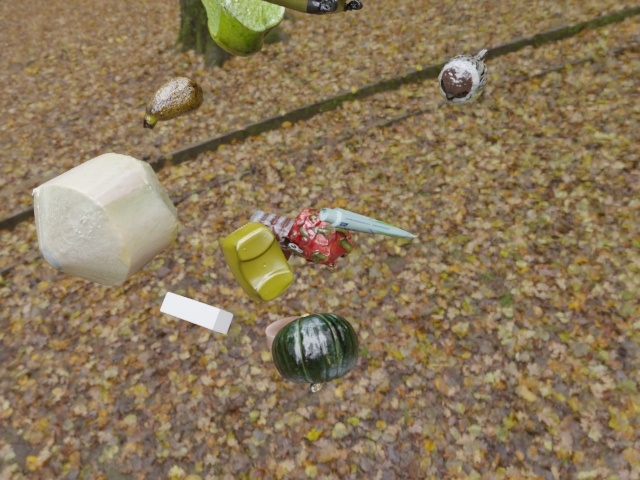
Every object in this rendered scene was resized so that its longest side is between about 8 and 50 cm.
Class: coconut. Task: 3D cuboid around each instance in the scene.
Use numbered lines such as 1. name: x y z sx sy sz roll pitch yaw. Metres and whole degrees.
1. coconut: -0.413 -0.032 0.979 0.240 0.238 0.244 8 34 24

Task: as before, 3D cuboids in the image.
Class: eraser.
1. eraser: -0.455 0.263 1.893 0.299 0.076 0.078 10 75 38

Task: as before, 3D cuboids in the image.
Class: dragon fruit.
1. dragon fruit: 0.000 0.000 1.396 0.172 0.166 0.160 29 49 -4

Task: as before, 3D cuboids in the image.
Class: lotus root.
1. lotus root: -0.404 -0.372 1.403 0.108 0.094 0.191 38 63 22

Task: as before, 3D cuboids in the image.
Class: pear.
1. pear: -0.198 -0.630 1.399 0.239 0.255 0.164 -24 7 -33

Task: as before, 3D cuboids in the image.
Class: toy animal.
1. toy animal: 0.292 -0.337 1.036 0.098 0.098 0.137 36 96 44

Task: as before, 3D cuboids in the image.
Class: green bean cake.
1. green bean cake: -0.161 0.018 1.792 0.199 0.232 0.097 18 41 7

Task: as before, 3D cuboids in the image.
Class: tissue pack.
1. tissue pack: -0.152 0.050 1.220 0.123 0.178 0.127 -34 21 -24

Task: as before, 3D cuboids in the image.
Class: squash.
1. squash: -0.011 0.258 1.235 0.218 0.218 0.172 -28 78 -20

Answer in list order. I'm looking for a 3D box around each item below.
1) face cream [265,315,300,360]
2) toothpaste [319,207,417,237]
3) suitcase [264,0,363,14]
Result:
1. face cream: -0.095 0.322 1.672 0.149 0.104 0.149 -11 14 3
2. toothpaste: 0.121 -0.037 1.314 0.297 0.048 0.075 12 -2 -38
3. suitcase: -0.038 -0.540 1.026 0.235 0.143 0.194 23 31 14
